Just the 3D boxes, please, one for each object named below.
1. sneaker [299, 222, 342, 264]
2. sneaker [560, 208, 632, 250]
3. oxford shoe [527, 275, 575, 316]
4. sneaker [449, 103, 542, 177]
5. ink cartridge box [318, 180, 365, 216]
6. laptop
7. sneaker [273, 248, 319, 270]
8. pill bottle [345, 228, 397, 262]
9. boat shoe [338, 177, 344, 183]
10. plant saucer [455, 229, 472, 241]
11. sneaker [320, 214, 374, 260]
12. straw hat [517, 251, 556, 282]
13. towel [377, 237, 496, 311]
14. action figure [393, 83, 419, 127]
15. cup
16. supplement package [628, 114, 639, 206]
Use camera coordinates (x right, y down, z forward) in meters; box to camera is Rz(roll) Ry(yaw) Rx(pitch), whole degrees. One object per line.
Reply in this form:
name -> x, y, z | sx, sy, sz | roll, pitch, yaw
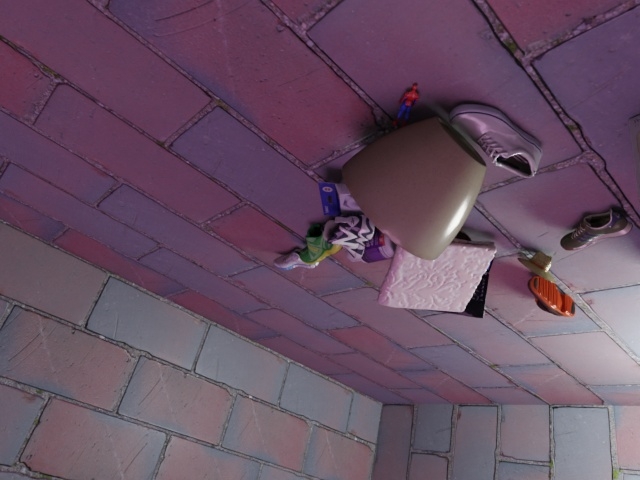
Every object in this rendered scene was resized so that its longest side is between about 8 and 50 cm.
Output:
sneaker -> 0.000, 0.000, 1.718 | 0.123, 0.109, 0.295 | 50, 148, -5
sneaker -> 0.750, -0.036, 1.337 | 0.086, 0.064, 0.192 | 37, 144, -21
oxford shoe -> 0.799, 0.209, 1.701 | 0.271, 0.097, 0.098 | 33, 152, -30
sneaker -> 0.414, -0.230, 1.115 | 0.258, 0.091, 0.094 | 22, 150, -13
ink cartridge box -> 0.110, -0.106, 1.455 | 0.223, 0.045, 0.223 | 2, 158, 7
laptop -> 0.476, 0.144, 1.687 | 0.234, 0.265, 0.136 | 7, -173, 14
sneaker -> -0.104, 0.066, 1.900 | 0.190, 0.071, 0.083 | -7, 139, 19
pill bottle -> 0.183, 0.019, 1.633 | 0.193, 0.108, 0.108 | -15, 139, 41
boat shoe -> 0.096, -0.185, 1.388 | 0.038, 0.046, 0.125 | 31, 139, -18
plant saucer -> 0.396, 0.004, 1.569 | 0.198, 0.036, 0.199 | 8, 143, 6
sneaker -> 0.070, -0.013, 1.510 | 0.153, 0.094, 0.235 | 9, 158, -6
straw hat -> 0.703, 0.069, 1.522 | 0.144, 0.144, 0.061 | 24, 108, -17
towel -> 0.375, 0.112, 1.584 | 0.316, 0.053, 0.332 | 5, 133, -7
action figure -> 0.203, -0.319, 1.124 | 0.038, 0.030, 0.115 | 12, 146, -6
cup -> 0.252, -0.152, 1.151 | 0.331, 0.331, 0.237 | 31, 119, -26
supplement package -> 0.768, -0.136, 0.942 | 0.198, 0.263, 0.199 | 31, 147, -26
